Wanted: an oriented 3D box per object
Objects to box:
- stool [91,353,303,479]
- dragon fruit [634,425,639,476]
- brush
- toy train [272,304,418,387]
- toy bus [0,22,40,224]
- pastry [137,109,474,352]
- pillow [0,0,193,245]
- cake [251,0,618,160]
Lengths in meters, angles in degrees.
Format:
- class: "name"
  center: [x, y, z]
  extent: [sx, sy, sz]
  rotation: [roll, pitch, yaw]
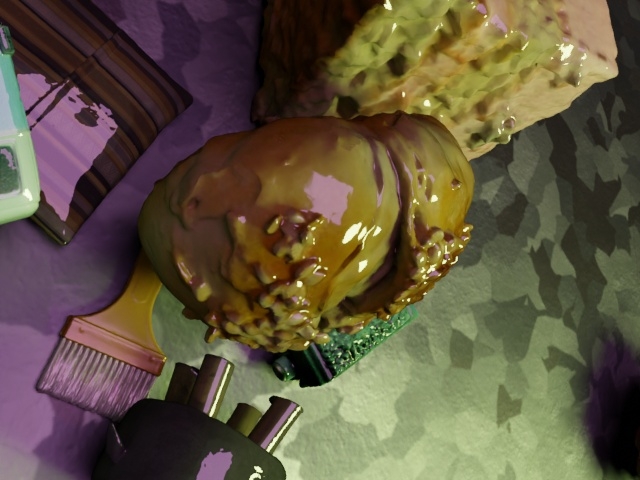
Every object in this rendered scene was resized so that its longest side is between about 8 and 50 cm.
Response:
- class: "stool"
  center: [-0.100, 0.203, 0.600]
  extent: [0.228, 0.153, 0.139]
  rotation: [74, 36, -52]
- class: "dragon fruit"
  center: [0.562, 0.303, 0.980]
  extent: [0.198, 0.273, 0.218]
  rotation: [-15, 93, 10]
- class: "brush"
  center: [-0.173, 0.038, 0.656]
  extent: [0.103, 0.013, 0.272]
  rotation: [31, 63, -24]
- class: "toy train"
  center: [0.027, 0.101, 0.720]
  extent: [0.172, 0.099, 0.070]
  rotation: [-30, 93, -34]
- class: "toy bus"
  center: [-0.351, -0.057, 0.468]
  extent: [0.271, 0.133, 0.165]
  rotation: [-17, 103, -26]
- class: "pastry"
  center: [0.000, 0.000, 0.612]
  extent: [0.315, 0.284, 0.184]
  rotation: [-11, 83, -42]
- class: "pillow"
  center: [-0.254, -0.140, 0.619]
  extent: [0.208, 0.052, 0.212]
  rotation: [43, 62, -17]
- class: "cake"
  center: [0.121, -0.267, 0.742]
  extent: [0.307, 0.314, 0.293]
  rotation: [9, 73, -30]
